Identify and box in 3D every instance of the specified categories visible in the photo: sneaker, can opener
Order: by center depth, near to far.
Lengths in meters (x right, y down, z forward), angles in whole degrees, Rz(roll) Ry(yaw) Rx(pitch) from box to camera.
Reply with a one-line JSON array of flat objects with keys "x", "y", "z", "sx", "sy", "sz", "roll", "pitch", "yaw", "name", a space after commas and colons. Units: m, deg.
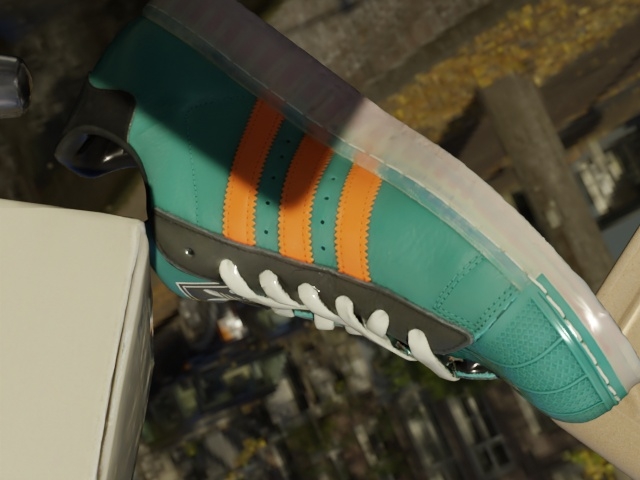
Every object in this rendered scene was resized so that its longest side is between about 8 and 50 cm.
[{"x": 0.000, "y": 0.000, "z": 0.577, "sx": 0.121, "sy": 0.302, "sz": 0.108, "roll": -50, "pitch": 150, "yaw": -2, "name": "sneaker"}, {"x": -0.180, "y": -0.047, "z": 0.609, "sx": 0.073, "sy": 0.059, "sz": 0.186, "roll": 12, "pitch": 167, "yaw": -15, "name": "can opener"}]

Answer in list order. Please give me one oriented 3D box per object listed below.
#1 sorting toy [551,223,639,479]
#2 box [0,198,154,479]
[{"x": 0.228, "y": 0.045, "z": 0.613, "sx": 0.038, "sy": 0.193, "sz": 0.208, "roll": 15, "pitch": 106, "yaw": -53, "name": "sorting toy"}, {"x": -0.190, "y": 0.036, "z": 0.370, "sx": 0.275, "sy": 0.094, "sz": 0.113, "roll": 8, "pitch": 155, "yaw": -2, "name": "box"}]
